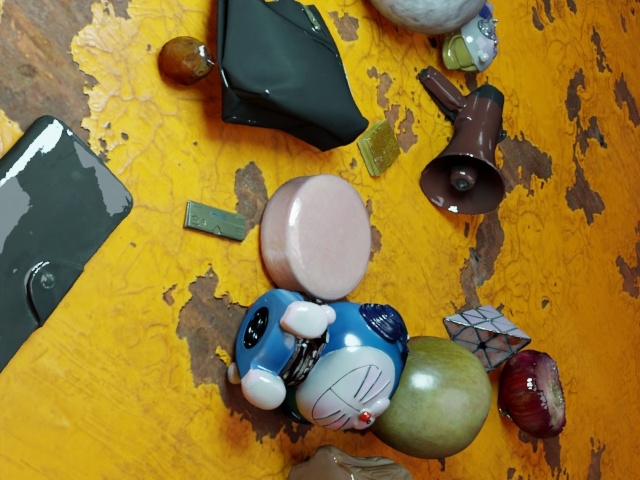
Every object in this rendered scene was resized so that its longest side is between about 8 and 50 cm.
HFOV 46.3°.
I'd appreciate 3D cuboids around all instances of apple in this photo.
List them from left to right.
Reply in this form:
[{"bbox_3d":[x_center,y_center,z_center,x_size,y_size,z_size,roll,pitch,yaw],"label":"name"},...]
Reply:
[{"bbox_3d":[0.204,0.310,1.518,0.234,0.257,0.256,28,68,-27],"label":"apple"}]

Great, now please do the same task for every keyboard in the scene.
[{"bbox_3d":[-0.181,-0.032,1.294,0.129,0.015,0.049,16,72,-45],"label":"keyboard"}]

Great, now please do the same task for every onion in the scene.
[{"bbox_3d":[0.554,0.398,1.953,0.248,0.161,0.248,-4,95,-57],"label":"onion"}]

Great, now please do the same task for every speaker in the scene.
[{"bbox_3d":[0.322,-0.253,1.779,0.259,0.198,0.329,18,54,-5],"label":"speaker"}]

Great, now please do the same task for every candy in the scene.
[{"bbox_3d":[0.000,0.000,1.425,0.255,0.094,0.255,3,86,-47],"label":"candy"}]

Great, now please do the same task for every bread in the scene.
[{"bbox_3d":[0.127,-0.199,1.609,0.094,0.035,0.090,-47,121,-37],"label":"bread"}]

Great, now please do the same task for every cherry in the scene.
[{"bbox_3d":[0.228,-0.576,1.550,0.326,0.291,0.335,-70,150,-45],"label":"cherry"}]

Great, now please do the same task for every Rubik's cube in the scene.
[{"bbox_3d":[0.437,0.217,1.859,0.211,0.190,0.178,67,30,-27],"label":"Rubik's cube"}]

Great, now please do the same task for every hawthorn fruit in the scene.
[{"bbox_3d":[-0.210,-0.295,1.213,0.081,0.093,0.081,3,86,-46],"label":"hawthorn fruit"}]

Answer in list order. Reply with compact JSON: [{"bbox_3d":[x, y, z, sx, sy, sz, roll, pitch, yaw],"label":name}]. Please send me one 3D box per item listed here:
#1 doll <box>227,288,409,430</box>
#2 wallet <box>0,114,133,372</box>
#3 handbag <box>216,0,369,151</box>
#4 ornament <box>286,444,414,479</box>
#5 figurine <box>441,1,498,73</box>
[{"bbox_3d":[0.009,0.211,1.335,0.310,0.240,0.284,28,111,-27],"label":"doll"},{"bbox_3d":[-0.421,0.020,1.013,0.197,0.051,0.377,52,56,-31],"label":"wallet"},{"bbox_3d":[-0.070,-0.326,1.333,0.342,0.152,0.288,10,66,-54],"label":"handbag"},{"bbox_3d":[0.066,0.499,1.397,0.218,0.221,0.235,14,87,-50],"label":"ornament"},{"bbox_3d":[0.378,-0.505,1.825,0.274,0.133,0.193,-44,120,-50],"label":"figurine"}]
